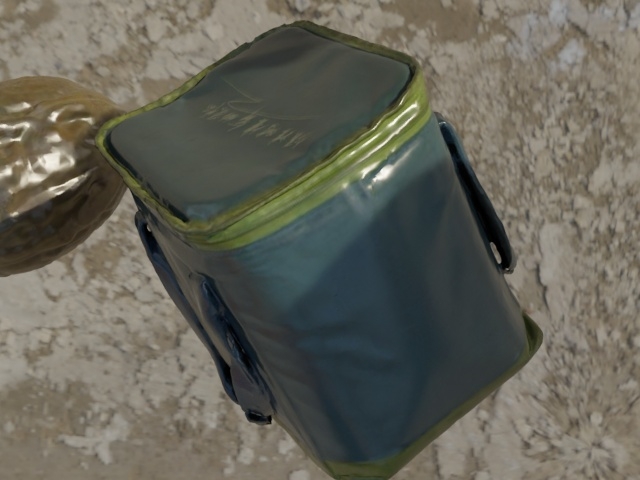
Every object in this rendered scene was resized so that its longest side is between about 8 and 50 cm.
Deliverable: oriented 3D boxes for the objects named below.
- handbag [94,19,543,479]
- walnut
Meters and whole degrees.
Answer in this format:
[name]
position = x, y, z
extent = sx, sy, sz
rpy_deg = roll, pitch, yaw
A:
[handbag]
position = 0.000, 0.000, 0.725
extent = 0.222, 0.241, 0.263
rpy_deg = -33, 33, -11
[walnut]
position = -0.273, -0.063, 0.949
extent = 0.230, 0.178, 0.178
rpy_deg = -34, 70, -25
